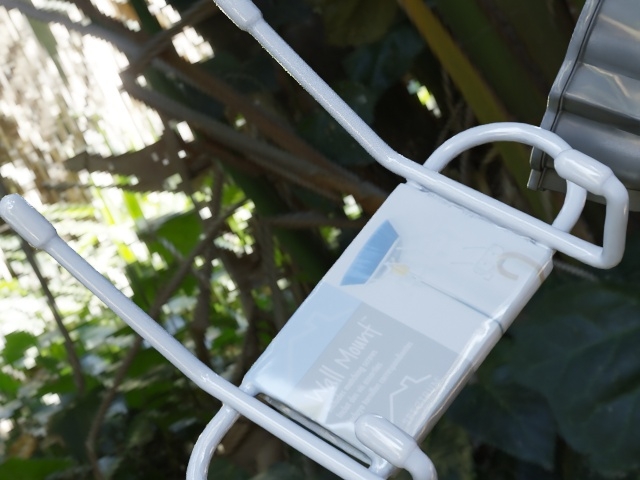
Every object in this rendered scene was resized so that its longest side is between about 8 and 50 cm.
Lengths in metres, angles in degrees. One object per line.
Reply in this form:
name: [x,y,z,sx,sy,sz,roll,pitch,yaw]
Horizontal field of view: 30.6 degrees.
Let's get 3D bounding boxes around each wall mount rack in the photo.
wall mount rack: [0.000,0.000,0.708,0.304,0.130,0.350,28,65,27]

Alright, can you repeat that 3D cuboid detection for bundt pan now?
bundt pan: [0.286,-0.165,0.900,0.124,0.330,0.331,25,31,15]
